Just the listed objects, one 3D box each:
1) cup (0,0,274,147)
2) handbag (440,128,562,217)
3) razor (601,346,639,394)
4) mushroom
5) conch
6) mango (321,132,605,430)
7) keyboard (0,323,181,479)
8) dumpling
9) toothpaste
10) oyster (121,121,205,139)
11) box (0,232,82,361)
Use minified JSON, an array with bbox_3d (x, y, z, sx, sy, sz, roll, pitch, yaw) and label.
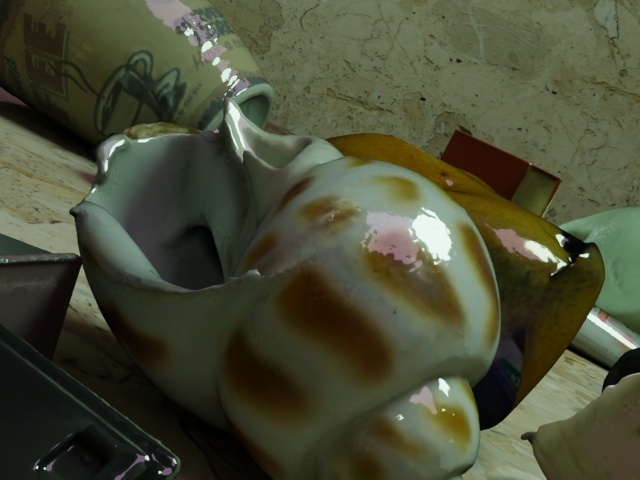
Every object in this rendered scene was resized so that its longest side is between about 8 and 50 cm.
[{"bbox_3d":[-0.191,-0.166,1.096,0.257,0.227,0.301,42,-14,12],"label":"cup"},{"bbox_3d":[0.136,0.000,0.945,0.063,0.190,0.127,22,8,-32],"label":"handbag"},{"bbox_3d":[0.436,0.192,0.929,0.349,0.113,0.204,21,13,-31],"label":"razor"},{"bbox_3d":[0.231,0.159,0.577,0.236,0.162,0.173,27,37,-63],"label":"mushroom"},{"bbox_3d":[-0.005,0.039,0.475,0.183,0.148,0.275,-21,34,-13],"label":"conch"},{"bbox_3d":[0.055,0.018,0.702,0.201,0.152,0.287,7,21,-32],"label":"mango"},{"bbox_3d":[-0.156,0.039,0.334,0.230,0.025,0.094,30,45,26],"label":"keyboard"},{"bbox_3d":[0.495,0.077,1.569,0.212,0.270,0.320,2,39,-10],"label":"dumpling"},{"bbox_3d":[0.401,0.150,1.267,0.323,0.066,0.100,33,13,11],"label":"toothpaste"},{"bbox_3d":[-0.045,-0.054,0.966,0.294,0.094,0.166,-1,40,-46],"label":"oyster"},{"bbox_3d":[-0.156,0.024,0.420,0.063,0.060,0.085,24,9,18],"label":"box"}]
